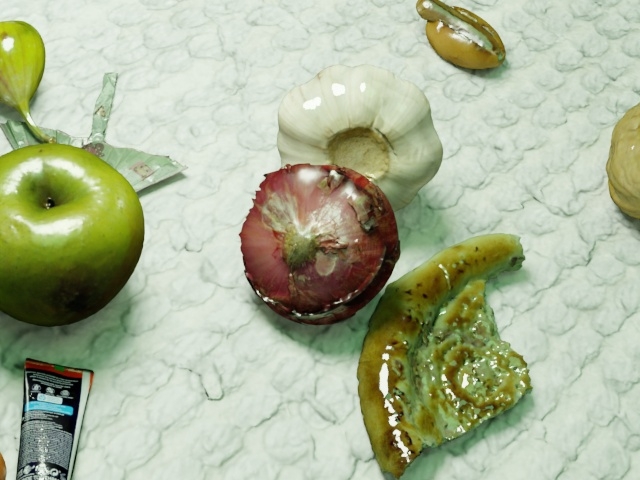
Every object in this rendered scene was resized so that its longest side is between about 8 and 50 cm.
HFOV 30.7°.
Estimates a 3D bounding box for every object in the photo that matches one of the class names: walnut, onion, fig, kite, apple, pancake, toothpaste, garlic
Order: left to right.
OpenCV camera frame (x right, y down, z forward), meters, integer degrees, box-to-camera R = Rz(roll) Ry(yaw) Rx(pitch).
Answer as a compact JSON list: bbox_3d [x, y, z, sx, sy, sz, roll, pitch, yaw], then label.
[{"bbox_3d":[-0.359,-0.189,1.363,0.093,0.093,0.166,-6,52,-19],"label":"fig"},{"bbox_3d":[-0.262,0.198,1.132,0.071,0.045,0.193,12,45,-17],"label":"toothpaste"},{"bbox_3d":[-0.277,-0.004,1.203,0.196,0.157,0.196,10,48,-11],"label":"apple"},{"bbox_3d":[-0.268,-0.116,1.385,0.229,0.012,0.250,12,51,-5],"label":"kite"},{"bbox_3d":[0.000,0.000,1.294,0.184,0.184,0.147,24,7,3],"label":"onion"},{"bbox_3d":[0.045,-0.127,1.409,0.199,0.199,0.226,14,19,-5],"label":"garlic"},{"bbox_3d":[0.149,0.119,1.296,0.197,0.054,0.377,23,52,2],"label":"pancake"},{"bbox_3d":[0.438,-0.095,1.484,0.155,0.155,0.184,22,46,2],"label":"walnut"}]

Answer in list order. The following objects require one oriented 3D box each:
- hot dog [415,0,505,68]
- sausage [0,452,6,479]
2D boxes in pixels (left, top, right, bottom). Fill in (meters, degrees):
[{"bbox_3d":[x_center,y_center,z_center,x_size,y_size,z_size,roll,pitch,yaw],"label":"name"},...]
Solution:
[{"bbox_3d":[0.194,-0.289,1.617,0.140,0.060,0.090,39,49,19],"label":"hot dog"},{"bbox_3d":[-0.375,0.265,0.993,0.133,0.133,0.258,35,53,12],"label":"sausage"}]
